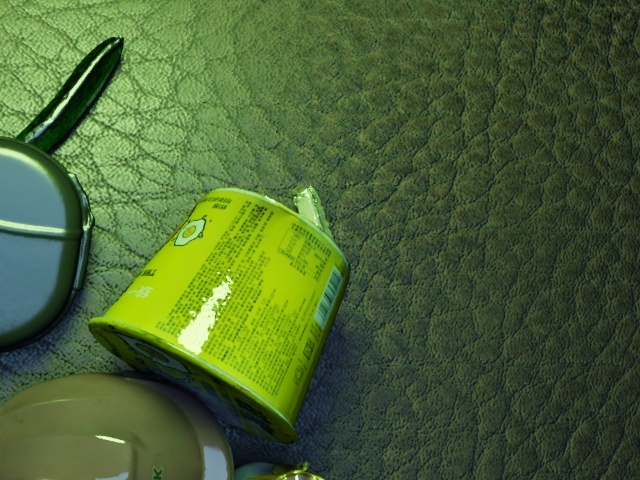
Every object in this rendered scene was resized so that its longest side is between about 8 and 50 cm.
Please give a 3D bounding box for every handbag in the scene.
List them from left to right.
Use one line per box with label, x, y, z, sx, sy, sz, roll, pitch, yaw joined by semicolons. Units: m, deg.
handbag;-0.456;0.008;1.095;0.253;0.093;0.308;10;90;-14

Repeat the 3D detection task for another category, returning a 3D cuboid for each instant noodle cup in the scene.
instant noodle cup;-0.119;0.096;1.096;0.325;0.325;0.254;32;68;-9

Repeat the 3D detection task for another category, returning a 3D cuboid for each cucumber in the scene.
cucumber;-0.390;-0.201;1.185;0.056;0.056;0.284;39;78;-7

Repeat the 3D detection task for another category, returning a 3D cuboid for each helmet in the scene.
helmet;-0.304;0.298;1.002;0.338;0.197;0.271;0;77;28

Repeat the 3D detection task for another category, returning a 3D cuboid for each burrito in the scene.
burrito;0.000;0.000;1.268;0.045;0.041;0.186;-17;87;26

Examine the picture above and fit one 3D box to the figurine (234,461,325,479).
figurine;-0.071;0.381;1.081;0.142;0.263;0.189;44;70;-6
